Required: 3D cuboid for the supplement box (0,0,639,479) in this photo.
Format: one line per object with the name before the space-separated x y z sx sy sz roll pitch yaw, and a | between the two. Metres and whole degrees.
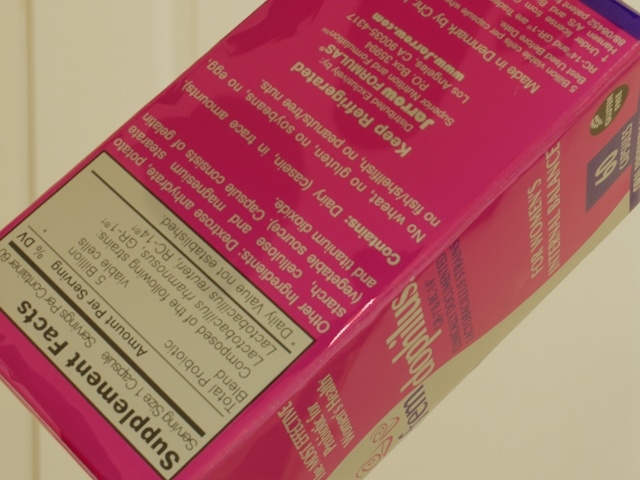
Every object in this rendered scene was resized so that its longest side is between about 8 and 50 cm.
supplement box | 0.000 0.000 0.447 0.114 0.220 0.111 42 -14 26
